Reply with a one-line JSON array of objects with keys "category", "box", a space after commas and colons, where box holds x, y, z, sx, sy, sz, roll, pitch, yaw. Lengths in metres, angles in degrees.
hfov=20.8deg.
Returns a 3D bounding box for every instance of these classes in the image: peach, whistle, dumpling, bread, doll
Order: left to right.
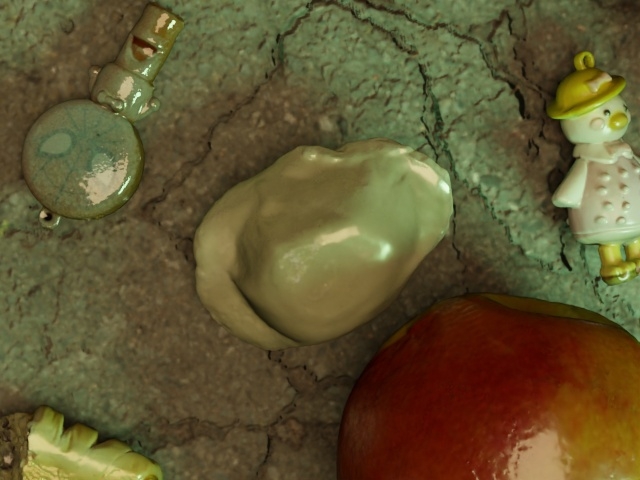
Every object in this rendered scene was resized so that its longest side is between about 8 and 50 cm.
[{"category": "bread", "box": [-0.218, 0.222, 1.544, 0.177, 0.084, 0.119, 26, 96, -7]}, {"category": "whistle", "box": [-0.187, -0.107, 1.526, 0.107, 0.057, 0.220, 28, 89, 7]}, {"category": "dumpling", "box": [0.000, 0.000, 1.515, 0.250, 0.132, 0.162, -35, 107, 16]}, {"category": "peach", "box": [0.166, 0.210, 1.475, 0.308, 0.308, 0.332, 3, 103, -4]}, {"category": "doll", "box": [0.253, -0.066, 1.548, 0.129, 0.081, 0.207, -15, 95, -33]}]
